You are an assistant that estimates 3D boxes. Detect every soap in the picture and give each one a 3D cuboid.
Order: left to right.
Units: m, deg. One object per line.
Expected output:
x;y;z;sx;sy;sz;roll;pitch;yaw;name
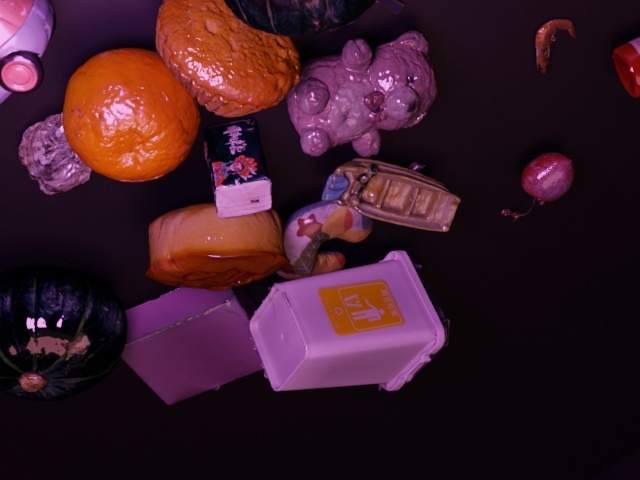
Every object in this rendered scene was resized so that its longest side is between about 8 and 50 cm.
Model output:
-0.272;0.221;1.996;0.296;0.107;0.285;-22;140;4;soap

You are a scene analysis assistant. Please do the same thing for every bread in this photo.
-0.195;0.016;1.692;0.270;0.148;0.270;-7;170;-1;bread
-0.145;-0.289;1.377;0.240;0.240;0.139;12;142;-30;bread

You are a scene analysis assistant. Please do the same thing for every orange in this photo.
-0.303;-0.202;1.445;0.219;0.193;0.219;-23;145;-17;orange

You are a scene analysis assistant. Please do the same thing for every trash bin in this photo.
0.048;0.198;1.925;0.367;0.256;0.296;-5;148;-34;trash bin

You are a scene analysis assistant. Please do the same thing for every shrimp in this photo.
0.434;-0.358;1.661;0.083;0.023;0.114;-15;136;-7;shrimp

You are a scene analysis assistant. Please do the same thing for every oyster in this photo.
-0.456;-0.147;1.553;0.125;0.064;0.177;-17;142;-7;oyster

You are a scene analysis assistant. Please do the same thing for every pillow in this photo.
0.000;0.000;1.873;0.214;0.086;0.233;5;133;-40;pillow

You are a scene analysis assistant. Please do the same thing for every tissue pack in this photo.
-0.148;-0.129;1.596;0.103;0.170;0.090;-10;136;-8;tissue pack

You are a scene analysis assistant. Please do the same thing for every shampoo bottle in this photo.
0.696;-0.370;1.675;0.278;0.104;0.104;-25;139;9;shampoo bottle

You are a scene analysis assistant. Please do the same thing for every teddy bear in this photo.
0.074;-0.249;1.559;0.267;0.151;0.236;-7;132;-5;teddy bear

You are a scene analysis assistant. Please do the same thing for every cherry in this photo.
0.451;-0.108;1.904;0.107;0.090;0.225;-1;147;-36;cherry

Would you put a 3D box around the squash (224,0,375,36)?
-0.029;-0.400;1.274;0.252;0.252;0.165;-13;146;-6;squash

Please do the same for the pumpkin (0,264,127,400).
-0.542;0.193;1.766;0.315;0.238;0.315;-6;139;-5;pumpkin

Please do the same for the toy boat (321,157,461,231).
0.136;-0.094;1.777;0.276;0.084;0.111;12;118;-17;toy boat

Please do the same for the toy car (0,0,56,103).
-0.523;-0.284;1.297;0.270;0.180;0.212;-38;125;21;toy car

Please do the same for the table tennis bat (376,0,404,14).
0.075;-0.414;1.476;0.158;0.014;0.095;22;125;-35;table tennis bat

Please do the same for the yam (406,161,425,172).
0.157;-0.121;1.827;0.129;0.033;0.027;-38;109;17;yam
